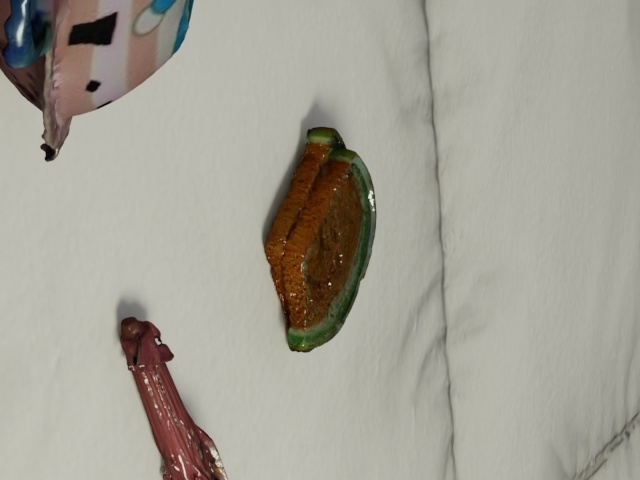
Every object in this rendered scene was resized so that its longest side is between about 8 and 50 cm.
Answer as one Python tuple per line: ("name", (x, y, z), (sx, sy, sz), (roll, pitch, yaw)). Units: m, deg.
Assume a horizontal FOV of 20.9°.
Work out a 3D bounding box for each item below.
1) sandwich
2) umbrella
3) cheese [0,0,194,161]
("sandwich", (0.000, 0.004, 0.821), (0.069, 0.026, 0.101), (58, 44, -50))
("umbrella", (-0.053, 0.098, 0.732), (0.027, 0.025, 0.165), (-41, 129, -32))
("cheese", (-0.070, -0.111, 0.528), (0.286, 0.074, 0.189), (-105, -156, -79))
